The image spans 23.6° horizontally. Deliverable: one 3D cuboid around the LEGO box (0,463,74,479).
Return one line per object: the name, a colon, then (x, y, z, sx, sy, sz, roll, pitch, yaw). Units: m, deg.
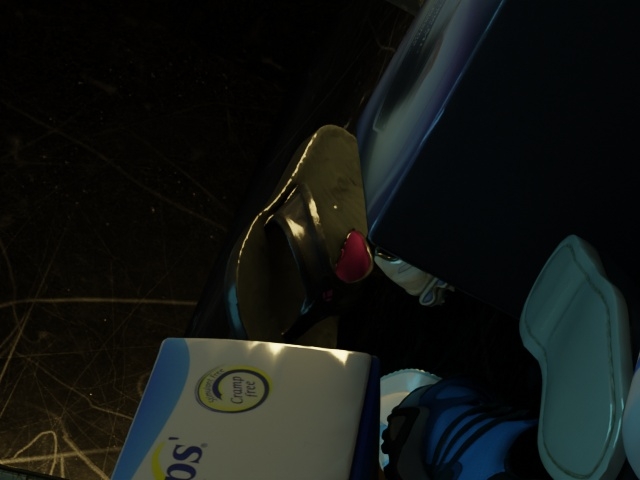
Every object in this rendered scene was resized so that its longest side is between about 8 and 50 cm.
LEGO box: (-0.280, 0.386, 1.247, 0.500, 0.193, 0.373, 108, 174, -75)

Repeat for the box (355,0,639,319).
box: (0.168, -0.130, 1.068, 0.296, 0.182, 0.294, -61, 10, 16)

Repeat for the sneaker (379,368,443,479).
sneaker: (0.028, 0.178, 1.224, 0.228, 0.087, 0.092, -41, 18, 54)

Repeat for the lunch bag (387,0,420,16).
lunch bag: (0.159, -0.398, 1.764, 0.169, 0.235, 0.287, -49, 16, 57)

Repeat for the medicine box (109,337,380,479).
medicine box: (-0.050, 0.252, 0.936, 0.263, 0.149, 0.289, -76, -12, -57)

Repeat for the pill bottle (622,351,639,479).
pill bottle: (0.187, 0.046, 0.586, 0.222, 0.124, 0.124, -68, 10, -27)

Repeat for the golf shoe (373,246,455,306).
golf shoe: (0.114, -0.022, 1.390, 0.176, 0.086, 0.069, -57, 8, 25)

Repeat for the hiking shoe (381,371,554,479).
hiking shoe: (0.111, 0.151, 0.909, 0.132, 0.113, 0.304, -29, 12, 15)

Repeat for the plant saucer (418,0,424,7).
plant saucer: (0.146, -0.321, 1.528, 0.200, 0.037, 0.200, -58, 9, 15)

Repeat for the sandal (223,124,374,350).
sandal: (-0.001, -0.002, 1.821, 0.107, 0.167, 0.446, -34, 25, 36)

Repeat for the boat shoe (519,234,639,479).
boat shoe: (0.161, 0.072, 0.823, 0.095, 0.079, 0.254, -63, 6, 13)
